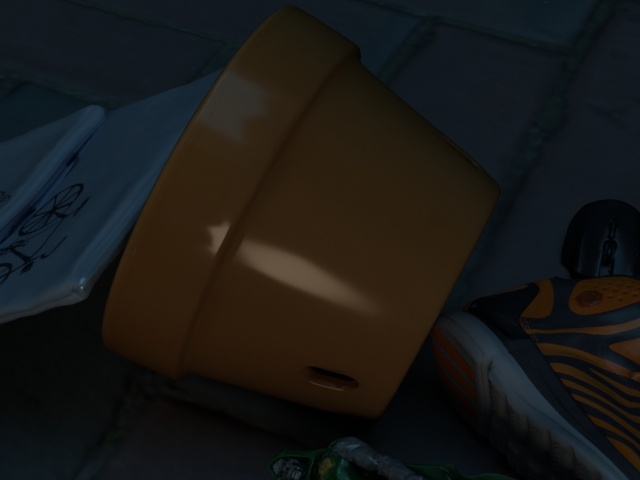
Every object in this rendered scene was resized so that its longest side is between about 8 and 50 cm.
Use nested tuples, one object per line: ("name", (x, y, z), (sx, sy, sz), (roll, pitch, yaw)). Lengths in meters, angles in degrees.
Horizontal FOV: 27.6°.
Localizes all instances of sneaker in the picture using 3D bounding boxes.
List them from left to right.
("sneaker", (0.228, 0.124, 0.907), (0.180, 0.124, 0.321), (-22, 48, -17))

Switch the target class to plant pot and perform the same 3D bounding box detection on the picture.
("plant pot", (0.000, 0.000, 0.965), (0.203, 0.291, 0.291), (28, 42, 4))

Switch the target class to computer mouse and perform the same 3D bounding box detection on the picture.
("computer mouse", (0.239, 0.037, 1.101), (0.071, 0.041, 0.242), (10, 40, 7))

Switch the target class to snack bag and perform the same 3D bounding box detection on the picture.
("snack bag", (-0.236, -0.022, 1.011), (0.343, 0.037, 0.323), (-14, 28, 33))

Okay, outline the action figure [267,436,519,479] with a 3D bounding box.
("action figure", (0.060, 0.191, 0.853), (0.232, 0.137, 0.063), (20, 0, 33))
